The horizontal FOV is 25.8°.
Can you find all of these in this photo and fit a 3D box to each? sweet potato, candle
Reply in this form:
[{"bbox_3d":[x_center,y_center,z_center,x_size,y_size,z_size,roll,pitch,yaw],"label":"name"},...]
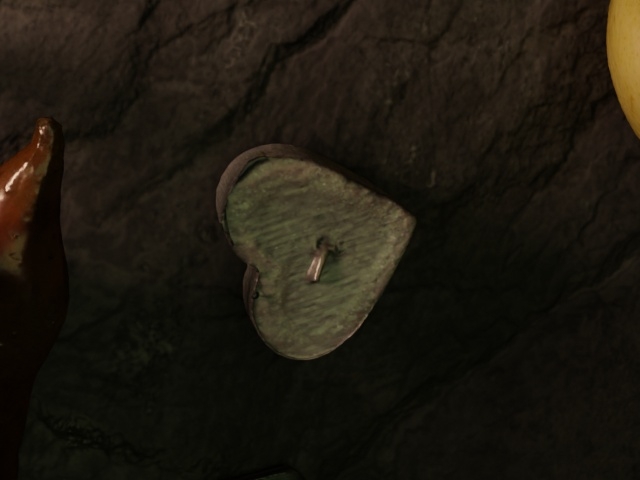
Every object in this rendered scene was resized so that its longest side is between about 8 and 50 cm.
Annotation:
[{"bbox_3d":[-0.261,0.057,1.125,0.112,0.112,0.359,9,118,-20],"label":"sweet potato"},{"bbox_3d":[0.000,0.000,1.218,0.168,0.068,0.192,-17,110,-10],"label":"candle"}]

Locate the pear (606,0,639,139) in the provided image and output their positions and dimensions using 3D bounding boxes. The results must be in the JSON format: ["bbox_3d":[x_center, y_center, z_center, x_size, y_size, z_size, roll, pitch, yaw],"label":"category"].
[{"bbox_3d":[0.395,-0.187,1.186,0.309,0.309,0.309,-5,105,-17],"label":"pear"}]

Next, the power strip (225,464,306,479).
[{"bbox_3d":[-0.096,0.325,1.272,0.213,0.064,0.198,-12,106,-15],"label":"power strip"}]
